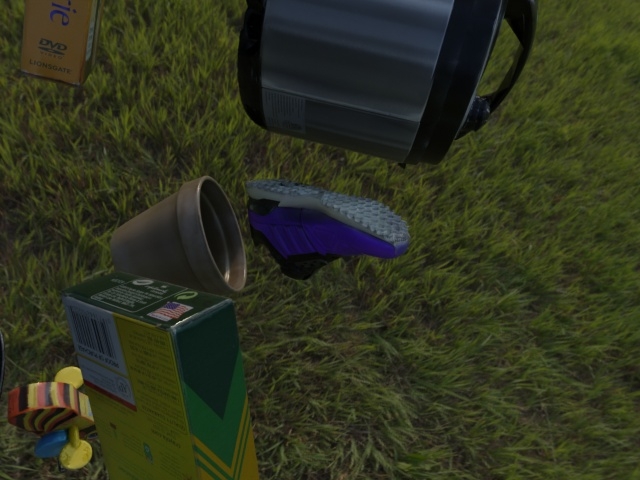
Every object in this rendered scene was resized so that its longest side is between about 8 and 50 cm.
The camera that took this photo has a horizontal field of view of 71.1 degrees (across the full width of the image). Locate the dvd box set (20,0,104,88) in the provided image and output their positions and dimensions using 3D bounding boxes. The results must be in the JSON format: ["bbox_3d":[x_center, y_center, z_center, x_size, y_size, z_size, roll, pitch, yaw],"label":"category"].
[{"bbox_3d":[-0.277,-0.417,0.532,0.062,0.420,0.307,9,21,-27],"label":"dvd box set"}]

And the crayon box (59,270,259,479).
[{"bbox_3d":[-0.173,0.206,0.507,0.202,0.318,0.081,8,20,35],"label":"crayon box"}]

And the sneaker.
[{"bbox_3d":[0.000,0.000,0.695,0.293,0.146,0.102,20,23,35],"label":"sneaker"}]

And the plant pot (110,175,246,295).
[{"bbox_3d":[-0.387,0.015,1.214,0.280,0.323,0.323,-14,60,6],"label":"plant pot"}]

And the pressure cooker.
[{"bbox_3d":[0.113,-0.314,0.734,0.420,0.375,0.370,14,18,5],"label":"pressure cooker"}]

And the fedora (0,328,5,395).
[{"bbox_3d":[-0.611,0.215,0.615,0.334,0.152,0.334,-6,67,14],"label":"fedora"}]

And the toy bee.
[{"bbox_3d":[-0.479,0.345,0.892,0.162,0.298,0.195,-16,74,-20],"label":"toy bee"}]
